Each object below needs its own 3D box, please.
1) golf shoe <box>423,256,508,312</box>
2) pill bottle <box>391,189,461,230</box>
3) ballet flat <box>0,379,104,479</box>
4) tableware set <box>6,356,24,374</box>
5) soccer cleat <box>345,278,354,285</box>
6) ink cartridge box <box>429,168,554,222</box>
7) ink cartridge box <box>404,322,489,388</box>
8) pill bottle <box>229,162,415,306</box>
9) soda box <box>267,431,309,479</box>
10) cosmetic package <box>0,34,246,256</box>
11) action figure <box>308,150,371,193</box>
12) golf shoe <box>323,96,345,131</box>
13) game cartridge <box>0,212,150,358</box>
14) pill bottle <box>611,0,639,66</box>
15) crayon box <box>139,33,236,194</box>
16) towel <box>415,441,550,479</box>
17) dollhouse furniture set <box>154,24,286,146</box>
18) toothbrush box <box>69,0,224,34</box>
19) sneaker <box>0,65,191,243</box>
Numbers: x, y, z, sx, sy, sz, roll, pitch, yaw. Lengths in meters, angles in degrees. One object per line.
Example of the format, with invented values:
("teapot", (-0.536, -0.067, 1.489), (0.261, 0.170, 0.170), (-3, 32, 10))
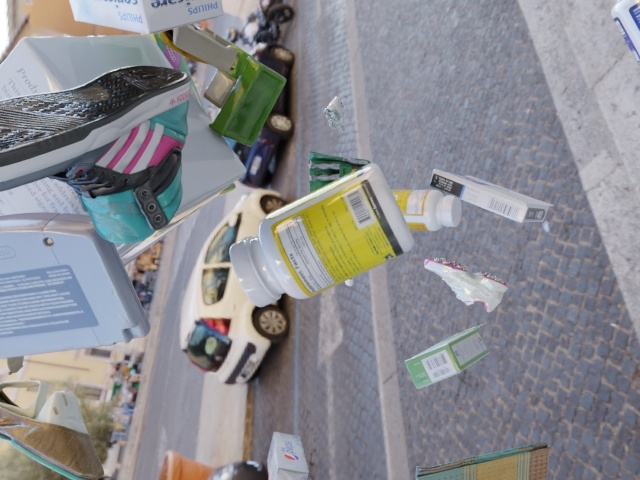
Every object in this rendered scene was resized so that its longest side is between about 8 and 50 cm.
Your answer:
("golf shoe", (0.507, 0.157, 2.035), (0.115, 0.306, 0.140), (-16, -54, -72))
("pill bottle", (0.334, -0.100, 1.882), (0.246, 0.136, 0.136), (4, 78, 33))
("ballet flat", (-0.511, 0.319, 1.013), (0.116, 0.342, 0.124), (59, -134, -57))
("tableware set", (-0.632, 0.183, 1.179), (0.141, 0.020, 0.168), (-94, 2, -66))
("soccer cleat", (0.064, 0.073, 1.384), (0.035, 0.029, 0.083), (90, 168, -56))
("ink cartridge box", (0.359, -0.091, 1.180), (0.206, 0.208, 0.045), (27, 107, 32))
("ink cartridge box", (0.278, 0.237, 1.186), (0.109, 0.209, 0.062), (-33, 76, 34))
("pill bottle", (0.000, 0.000, 1.118), (0.334, 0.188, 0.188), (-25, 35, 9))
("soda box", (-0.100, 0.663, 1.667), (0.286, 0.091, 0.098), (-171, 94, -83))
("cosmetic package", (-0.424, -0.117, 1.035), (0.394, 0.329, 0.327), (-32, 7, 25))
("action figure", (0.081, -0.218, 1.802), (0.063, 0.232, 0.137), (-164, 72, -81))
("golf shoe", (0.067, -0.458, 2.067), (0.086, 0.069, 0.176), (-63, -14, -7))
("game cartridge", (-0.397, 0.063, 0.760), (0.062, 0.297, 0.198), (-74, -27, -64))
("pill bottle", (0.633, -0.438, 1.094), (0.186, 0.112, 0.112), (59, 158, -3))
("crayon box", (-0.401, -0.225, 1.259), (0.363, 0.313, 0.106), (68, -158, -6))
("towel", (0.419, 0.670, 1.485), (0.040, 0.370, 0.271), (-122, 27, -66))
("dollhouse furniture set", (-0.240, -0.315, 1.032), (0.197, 0.301, 0.151), (40, 105, 28))
("toothbrush box", (-0.245, -0.417, 0.691), (0.206, 0.122, 0.283), (25, 135, 38))
("sneaker", (-0.239, -0.067, 0.595), (0.295, 0.124, 0.178), (-47, -31, -54))
